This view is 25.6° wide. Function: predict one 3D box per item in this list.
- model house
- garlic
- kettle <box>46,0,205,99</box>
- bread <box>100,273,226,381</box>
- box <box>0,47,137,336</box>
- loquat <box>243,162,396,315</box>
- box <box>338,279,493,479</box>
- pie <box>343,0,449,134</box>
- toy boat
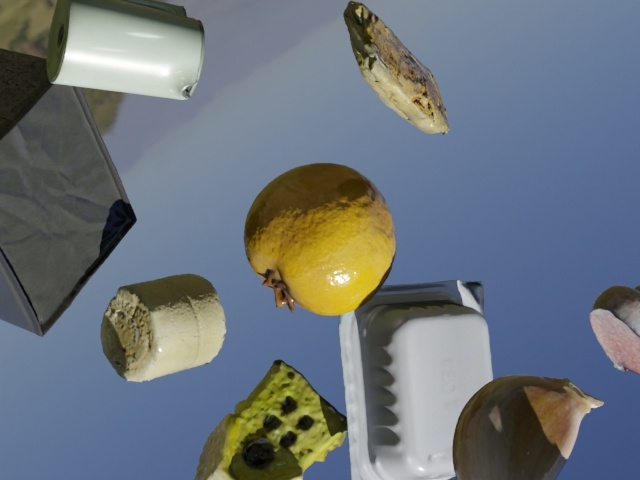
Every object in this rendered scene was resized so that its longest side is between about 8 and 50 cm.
[{"bbox_3d":[-0.092,0.340,2.196,0.234,0.175,0.193,-51,179,-30],"label":"model house"},{"bbox_3d":[0.233,0.282,1.804,0.148,0.128,0.266,3,-119,43],"label":"garlic"},{"bbox_3d":[-0.205,-0.204,1.469,0.148,0.098,0.127,7,-167,-23],"label":"kettle"},{"bbox_3d":[-0.236,0.132,2.126,0.141,0.134,0.148,-11,131,-43],"label":"bread"},{"bbox_3d":[-0.458,-0.074,2.052,0.204,0.345,0.251,17,-126,29],"label":"box"},{"bbox_3d":[0.000,0.000,1.894,0.208,0.208,0.208,-32,-170,6],"label":"loquat"},{"bbox_3d":[0.173,0.228,2.128,0.264,0.336,0.106,-4,177,-27],"label":"box"},{"bbox_3d":[0.098,-0.224,1.888,0.068,0.128,0.282,-24,155,14],"label":"pie"},{"bbox_3d":[0.520,0.148,2.288,0.085,0.227,0.155,-46,-135,-13],"label":"toy boat"}]
